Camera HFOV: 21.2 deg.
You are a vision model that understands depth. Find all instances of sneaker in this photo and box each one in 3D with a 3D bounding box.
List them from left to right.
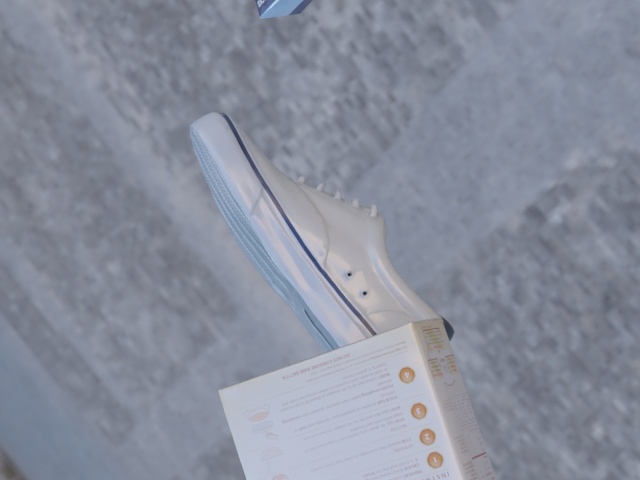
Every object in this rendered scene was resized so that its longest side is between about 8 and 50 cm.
[{"bbox_3d":[0.000,0.000,1.286,0.258,0.091,0.094,54,165,9],"label":"sneaker"}]

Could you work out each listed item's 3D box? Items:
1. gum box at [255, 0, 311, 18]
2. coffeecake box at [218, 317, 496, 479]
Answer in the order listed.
[{"bbox_3d":[-0.025,-0.281,1.261,0.157,0.041,0.184,-34,71,58],"label":"gum box"},{"bbox_3d":[0.035,0.160,1.092,0.068,0.142,0.185,0,-109,-69],"label":"coffeecake box"}]
